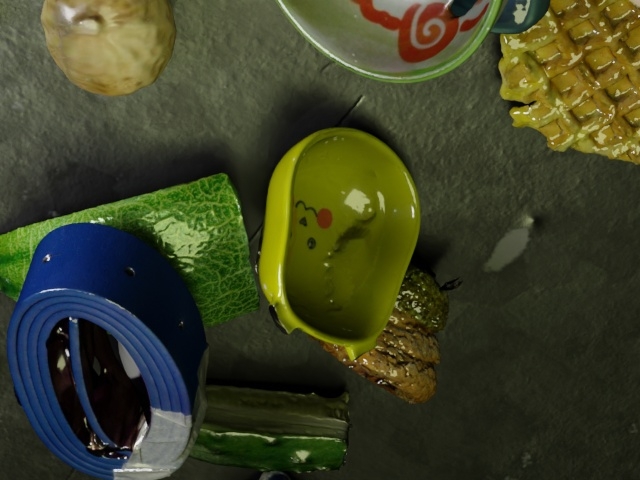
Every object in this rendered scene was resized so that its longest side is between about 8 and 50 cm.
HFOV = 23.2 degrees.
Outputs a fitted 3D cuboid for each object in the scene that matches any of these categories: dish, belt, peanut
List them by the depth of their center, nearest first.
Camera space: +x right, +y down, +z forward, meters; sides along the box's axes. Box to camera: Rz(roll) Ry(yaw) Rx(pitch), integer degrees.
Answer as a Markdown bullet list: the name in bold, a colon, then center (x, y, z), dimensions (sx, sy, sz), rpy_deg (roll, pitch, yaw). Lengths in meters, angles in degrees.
- **dish**: center (0.084, -0.336, 1.622), dimensions (0.324, 0.124, 0.324), rpy_deg (22, 129, 30)
- **peanut**: center (-0.230, -0.230, 1.712), dimensions (0.140, 0.109, 0.159), rpy_deg (-2, 138, 7)
- **belt**: center (-0.244, 0.136, 1.822), dimensions (0.212, 0.117, 0.347), rpy_deg (0, 134, 8)
- **dish**: center (0.000, 0.000, 1.856), dimensions (0.221, 0.108, 0.262), rpy_deg (22, 76, -40)

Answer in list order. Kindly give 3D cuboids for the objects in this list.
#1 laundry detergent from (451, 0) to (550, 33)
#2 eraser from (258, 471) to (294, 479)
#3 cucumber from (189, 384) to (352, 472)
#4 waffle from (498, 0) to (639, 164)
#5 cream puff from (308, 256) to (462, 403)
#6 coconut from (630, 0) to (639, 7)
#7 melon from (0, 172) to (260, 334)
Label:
- **laundry detergent**: center (0.178, -0.370, 1.658), dimensions (0.143, 0.094, 0.290), rpy_deg (18, 128, 30)
- **eraser**: center (0.003, 0.471, 2.202), dimensions (0.101, 0.155, 0.332), rpy_deg (-34, 122, 14)
- **cucumber**: center (-0.120, 0.249, 2.050), dimensions (0.325, 0.145, 0.105), rpy_deg (8, 117, -8)
- **waffle**: center (0.365, -0.227, 1.816), dimensions (0.324, 0.068, 0.302), rpy_deg (4, 124, -13)
- **cream puff**: center (0.097, 0.095, 1.959), dimensions (0.183, 0.183, 0.169), rpy_deg (33, 90, -26)
- **coconut**: center (0.399, -0.356, 1.609), dimensions (0.259, 0.259, 0.259), rpy_deg (-4, 125, -5)
- **melon**: center (-0.245, 0.025, 1.878), dimensions (0.323, 0.124, 0.196), rpy_deg (-11, 118, -2)
